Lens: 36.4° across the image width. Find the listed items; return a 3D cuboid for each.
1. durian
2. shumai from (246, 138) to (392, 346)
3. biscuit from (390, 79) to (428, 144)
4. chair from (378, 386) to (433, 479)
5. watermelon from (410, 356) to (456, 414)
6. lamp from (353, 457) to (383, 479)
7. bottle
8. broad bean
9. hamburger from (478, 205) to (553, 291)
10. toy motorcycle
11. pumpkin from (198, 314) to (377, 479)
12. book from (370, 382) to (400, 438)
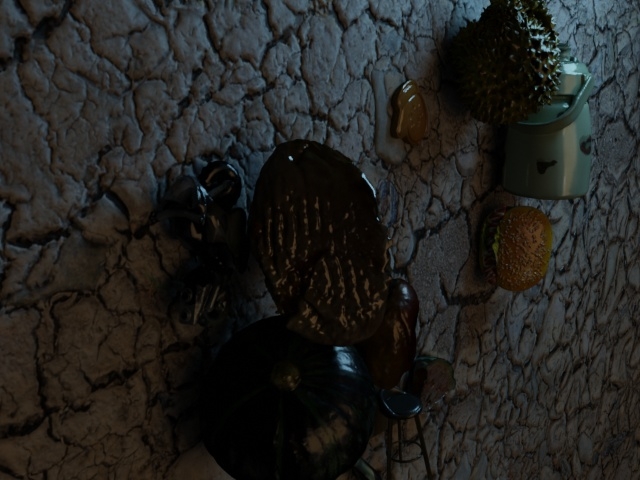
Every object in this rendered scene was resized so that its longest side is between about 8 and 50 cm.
[{"bbox_3d":[0.409,-0.391,2.098,0.258,0.258,0.292,24,68,-51],"label":"durian"},{"bbox_3d":[-0.001,0.000,1.648,0.283,0.217,0.346,-122,-169,-87],"label":"shumai"},{"bbox_3d":[0.183,-0.254,2.010,0.118,0.023,0.140,-55,137,-28],"label":"biscuit"},{"bbox_3d":[0.182,0.418,2.085,0.104,0.095,0.221,-53,138,-61],"label":"chair"},{"bbox_3d":[0.233,0.324,2.187,0.139,0.071,0.187,-57,146,-15],"label":"watermelon"},{"bbox_3d":[0.064,0.580,1.989,0.283,0.125,0.203,-59,135,-24],"label":"lamp"},{"bbox_3d":[0.534,-0.281,2.278,0.229,0.229,0.351,-19,117,-48],"label":"bottle"},{"bbox_3d":[0.138,0.189,1.988,0.156,0.122,0.228,-46,144,-69],"label":"broad bean"},{"bbox_3d":[0.465,0.017,2.328,0.116,0.173,0.210,-78,174,-82],"label":"hamburger"},{"bbox_3d":[-0.189,0.005,1.541,0.159,0.106,0.270,3,93,-54],"label":"toy motorcycle"},{"bbox_3d":[-0.056,0.265,1.619,0.315,0.315,0.238,-48,159,-33],"label":"pumpkin"},{"bbox_3d":[0.108,0.356,2.074,0.199,0.016,0.138,-17,112,-49],"label":"book"}]
